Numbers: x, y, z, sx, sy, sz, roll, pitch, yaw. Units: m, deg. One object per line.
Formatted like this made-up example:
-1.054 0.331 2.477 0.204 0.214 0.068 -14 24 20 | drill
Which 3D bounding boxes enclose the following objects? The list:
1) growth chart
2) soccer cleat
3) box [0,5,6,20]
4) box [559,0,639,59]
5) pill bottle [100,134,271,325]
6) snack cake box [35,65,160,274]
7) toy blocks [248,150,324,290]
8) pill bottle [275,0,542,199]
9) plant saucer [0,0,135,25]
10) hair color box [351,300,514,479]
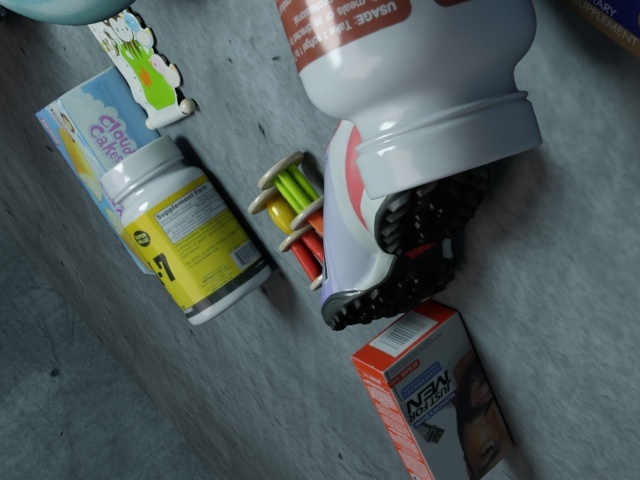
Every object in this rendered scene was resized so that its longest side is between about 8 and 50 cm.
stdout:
-0.229 -0.227 1.116 0.237 0.021 0.172 55 158 -5 | growth chart
0.047 -0.023 0.768 0.318 0.108 0.116 102 149 -65 | soccer cleat
-0.748 -0.361 1.242 0.472 0.480 0.297 60 157 -11 | box
0.152 -0.165 0.390 0.136 0.036 0.225 45 156 23 | box
-0.162 -0.013 1.172 0.208 0.119 0.119 55 159 -4 | pill bottle
-0.251 -0.084 1.290 0.264 0.089 0.152 59 159 -14 | snack cake box
0.000 0.000 0.939 0.148 0.054 0.123 51 159 7 | toy blocks
0.035 -0.136 0.489 0.121 0.121 0.216 -13 95 67 | pill bottle
-0.258 -0.325 0.807 0.317 0.043 0.318 18 127 25 | plant saucer
0.105 0.149 0.895 0.053 0.093 0.167 21 143 55 | hair color box
